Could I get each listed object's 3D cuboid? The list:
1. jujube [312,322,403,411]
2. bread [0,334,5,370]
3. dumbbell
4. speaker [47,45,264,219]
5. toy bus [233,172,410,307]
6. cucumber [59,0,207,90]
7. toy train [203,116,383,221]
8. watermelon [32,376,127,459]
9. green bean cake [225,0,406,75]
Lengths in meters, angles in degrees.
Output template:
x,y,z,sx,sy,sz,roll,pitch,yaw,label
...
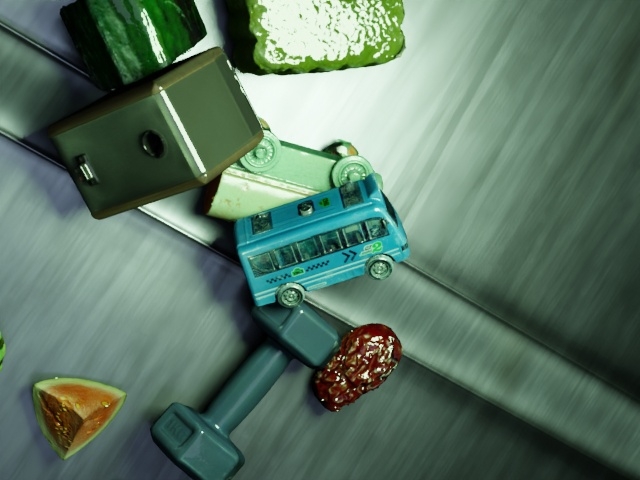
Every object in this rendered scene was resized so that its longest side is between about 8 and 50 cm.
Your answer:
x,y,z,sx,sy,sz,roll,pitch,yaw,label
0.056,0.200,1.697,0.166,0.104,0.104,-36,107,4,jujube
-0.524,0.158,1.512,0.130,0.071,0.139,-41,109,-6,bread
-0.113,0.226,1.617,0.144,0.156,0.316,39,84,11,dumbbell
-0.226,-0.149,1.463,0.192,0.231,0.153,-43,112,-49,speaker
0.000,0.000,1.560,0.246,0.113,0.134,-18,120,4,toy bus
-0.258,-0.307,1.485,0.191,0.191,0.130,-27,110,-13,cucumber
-0.047,-0.083,1.624,0.286,0.116,0.177,14,105,-20,toy train
-0.353,0.252,1.570,0.135,0.094,0.125,-21,95,-19,watermelon
-0.012,-0.372,1.563,0.250,0.156,0.246,-9,101,-17,green bean cake
